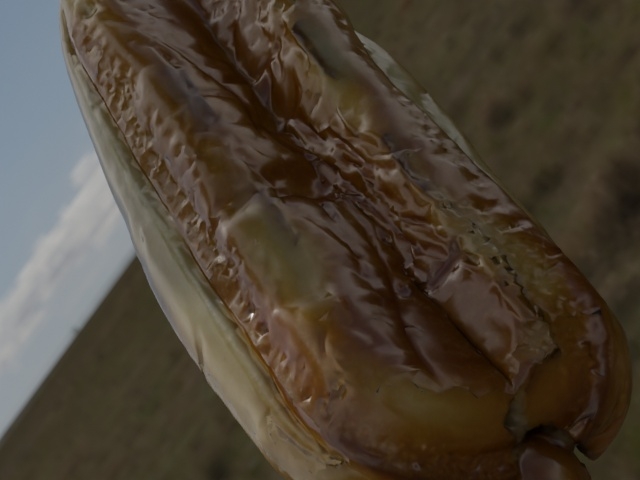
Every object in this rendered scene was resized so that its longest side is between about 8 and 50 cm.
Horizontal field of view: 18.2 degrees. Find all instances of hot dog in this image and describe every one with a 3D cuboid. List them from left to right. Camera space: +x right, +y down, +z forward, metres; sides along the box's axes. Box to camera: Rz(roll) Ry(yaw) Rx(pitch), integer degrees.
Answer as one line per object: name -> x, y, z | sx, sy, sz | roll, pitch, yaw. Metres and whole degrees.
hot dog -> 0.000, 0.000, 0.553 | 0.102, 0.249, 0.076 | -19, -43, -21
